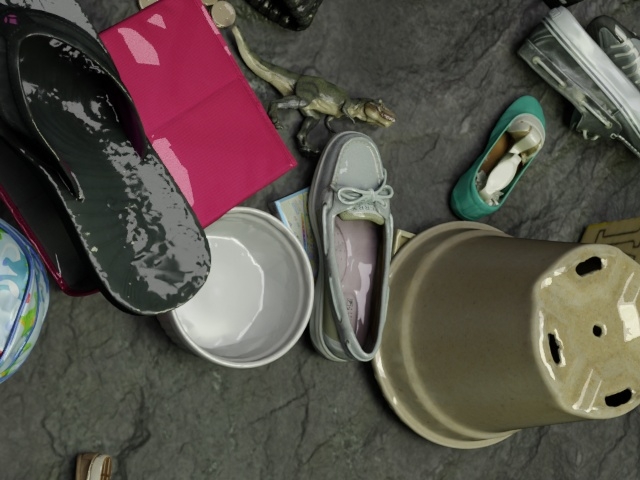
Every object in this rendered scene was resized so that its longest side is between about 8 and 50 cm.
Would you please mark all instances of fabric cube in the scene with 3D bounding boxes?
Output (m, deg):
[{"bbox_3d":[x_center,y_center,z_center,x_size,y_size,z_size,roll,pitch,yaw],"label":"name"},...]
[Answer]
[{"bbox_3d":[-0.236,-0.113,1.440,0.258,0.254,0.259,-36,102,-28],"label":"fabric cube"}]

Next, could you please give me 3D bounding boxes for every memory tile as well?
[{"bbox_3d":[-0.192,-0.329,1.620,0.113,0.012,0.148,-47,106,-24],"label":"memory tile"}]

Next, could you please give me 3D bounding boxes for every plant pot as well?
[{"bbox_3d":[0.283,0.124,1.623,0.333,0.305,0.334,3,84,-28],"label":"plant pot"}]

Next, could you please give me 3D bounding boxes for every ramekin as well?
[{"bbox_3d":[-0.122,0.064,1.565,0.207,0.109,0.207,3,83,-27],"label":"ramekin"}]

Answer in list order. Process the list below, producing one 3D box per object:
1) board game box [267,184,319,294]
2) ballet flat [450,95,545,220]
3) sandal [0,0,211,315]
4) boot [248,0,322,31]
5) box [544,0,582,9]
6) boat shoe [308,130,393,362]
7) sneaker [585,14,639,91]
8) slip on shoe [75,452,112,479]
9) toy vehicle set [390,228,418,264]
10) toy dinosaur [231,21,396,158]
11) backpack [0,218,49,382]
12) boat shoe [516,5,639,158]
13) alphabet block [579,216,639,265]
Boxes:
[{"bbox_3d":[0.000,0.000,1.683,0.103,0.026,0.154,-24,96,-28],"label":"board game box"},{"bbox_3d":[0.290,-0.127,1.817,0.083,0.087,0.247,44,67,-17],"label":"ballet flat"},{"bbox_3d":[-0.248,-0.126,1.229,0.167,0.107,0.446,-40,103,-26],"label":"sandal"},{"bbox_3d":[0.041,-0.391,1.683,0.348,0.131,0.260,31,66,-14],"label":"boot"},{"bbox_3d":[0.392,-0.485,1.912,0.147,0.077,0.180,42,68,-18],"label":"box"},{"bbox_3d":[0.050,0.006,1.633,0.118,0.103,0.321,10,81,-27],"label":"boat shoe"},{"bbox_3d":[0.525,-0.310,1.973,0.229,0.086,0.132,48,61,-27],"label":"sneaker"},{"bbox_3d":[-0.291,0.332,1.489,0.041,0.051,0.135,6,90,12],"label":"slip on shoe"},{"bbox_3d":[0.201,0.100,1.776,0.266,0.035,0.166,18,77,-26],"label":"toy vehicle set"},{"bbox_3d":[-0.025,-0.191,1.673,0.268,0.064,0.118,25,69,-22],"label":"toy dinosaur"},{"bbox_3d":[-0.482,0.045,1.316,0.355,0.273,0.290,33,64,-35],"label":"backpack"},{"bbox_3d":[0.443,-0.217,1.902,0.119,0.121,0.335,-40,98,17],"label":"boat shoe"},{"bbox_3d":[0.499,0.096,1.849,0.192,0.193,0.197,34,70,-23],"label":"alphabet block"}]
